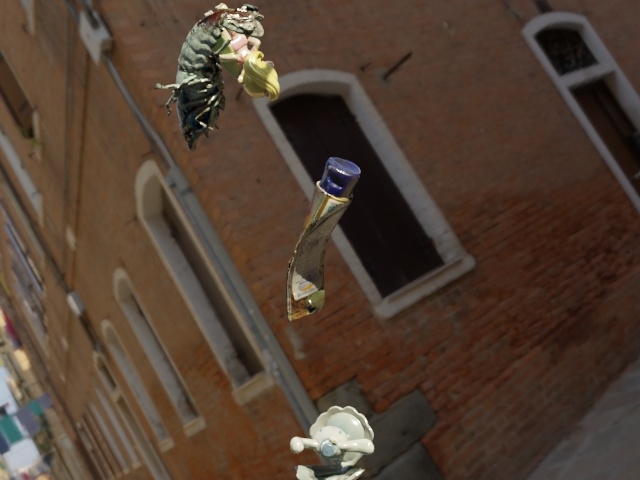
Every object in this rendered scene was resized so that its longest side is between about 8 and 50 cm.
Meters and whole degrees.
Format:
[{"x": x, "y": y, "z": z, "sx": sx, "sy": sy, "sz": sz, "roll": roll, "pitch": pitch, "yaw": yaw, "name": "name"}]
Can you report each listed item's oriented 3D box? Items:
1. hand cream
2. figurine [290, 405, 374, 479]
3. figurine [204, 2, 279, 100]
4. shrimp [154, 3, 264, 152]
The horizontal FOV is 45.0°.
[{"x": 0.000, "y": 0.000, "z": 0.749, "sx": 0.062, "sy": 0.039, "sz": 0.163, "roll": -22, "pitch": -45, "yaw": -55, "name": "hand cream"}, {"x": 0.017, "y": 0.239, "z": 0.879, "sx": 0.095, "sy": 0.082, "sz": 0.086, "roll": -5, "pitch": 2, "yaw": 26, "name": "figurine"}, {"x": -0.134, "y": -0.323, "z": 1.343, "sx": 0.083, "sy": 0.187, "sz": 0.083, "roll": -29, "pitch": 13, "yaw": 7, "name": "figurine"}, {"x": -0.118, "y": -0.167, "z": 0.768, "sx": 0.082, "sy": 0.076, "sz": 0.174, "roll": -88, "pitch": 24, "yaw": -47, "name": "shrimp"}]
